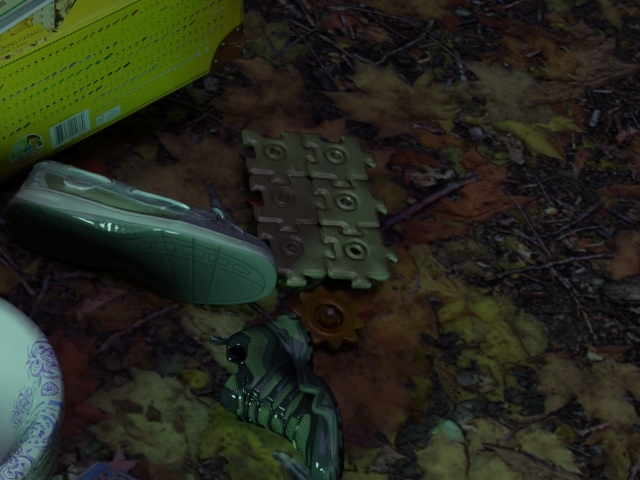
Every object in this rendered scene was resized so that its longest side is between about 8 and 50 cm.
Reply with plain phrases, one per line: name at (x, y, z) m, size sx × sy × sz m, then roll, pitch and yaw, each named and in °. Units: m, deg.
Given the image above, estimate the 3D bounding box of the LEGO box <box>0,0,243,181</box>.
LEGO box at (-0.397, -0.293, 1.774) m, size 0.500 × 0.193 × 0.372 m, roll -32°, pitch 61°, yaw -25°

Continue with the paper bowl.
paper bowl at (-0.392, 0.183, 1.398) m, size 0.284 × 0.148 × 0.284 m, roll 8°, pitch 45°, yaw -8°

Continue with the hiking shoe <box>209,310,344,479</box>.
hiking shoe at (-0.046, 0.179, 1.558) m, size 0.114 × 0.086 × 0.227 m, roll -15°, pitch 45°, yaw -10°

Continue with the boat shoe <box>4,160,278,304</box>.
boat shoe at (-0.197, -0.015, 1.673) m, size 0.320 × 0.118 × 0.103 m, roll 13°, pitch 48°, yaw 7°

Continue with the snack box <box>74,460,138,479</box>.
snack box at (-0.230, 0.265, 1.400) m, size 0.064 × 0.022 × 0.178 m, roll 22°, pitch 21°, yaw 13°

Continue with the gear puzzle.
gear puzzle at (0.000, 0.000, 1.768) m, size 0.175 × 0.044 × 0.339 m, roll 2°, pitch 49°, yaw -15°
